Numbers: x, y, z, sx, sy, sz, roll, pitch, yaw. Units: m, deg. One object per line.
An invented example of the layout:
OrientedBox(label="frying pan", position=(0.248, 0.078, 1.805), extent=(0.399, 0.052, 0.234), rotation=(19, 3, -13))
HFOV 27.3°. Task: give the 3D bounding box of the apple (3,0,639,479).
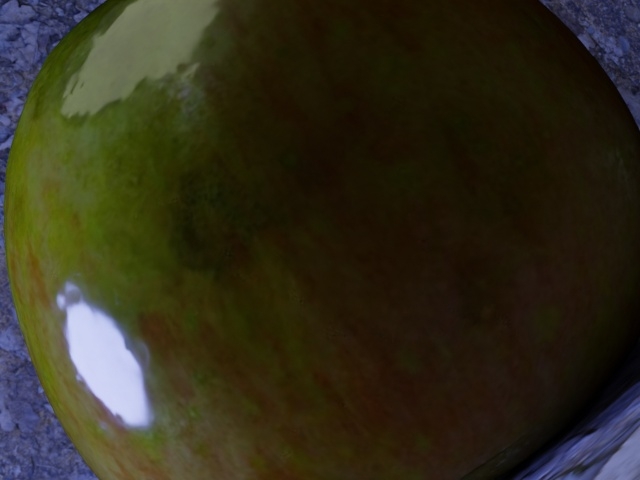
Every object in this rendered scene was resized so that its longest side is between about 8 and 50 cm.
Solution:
OrientedBox(label="apple", position=(0.000, 0.000, 0.692), extent=(0.339, 0.339, 0.339), rotation=(-41, -6, -5))
